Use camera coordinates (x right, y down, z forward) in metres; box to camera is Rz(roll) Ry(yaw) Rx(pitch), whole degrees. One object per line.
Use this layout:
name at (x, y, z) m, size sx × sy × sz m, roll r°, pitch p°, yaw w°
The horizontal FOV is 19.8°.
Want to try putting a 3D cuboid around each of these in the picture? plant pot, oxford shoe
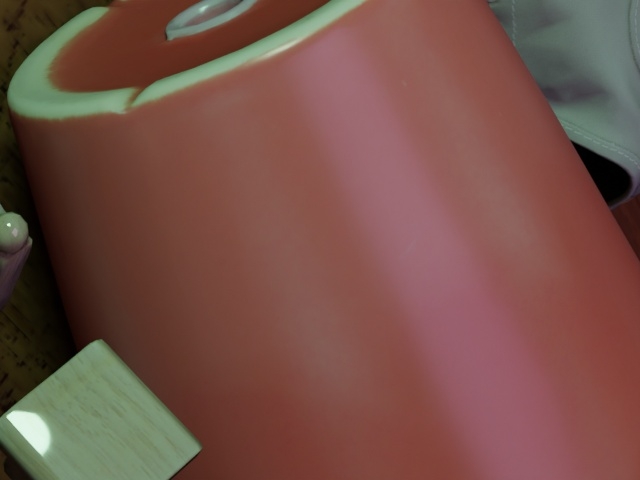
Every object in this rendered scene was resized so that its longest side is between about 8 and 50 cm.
plant pot at (0.000, 0.000, 0.811) m, size 0.275 × 0.275 × 0.243 m, roll -41°, pitch 118°, yaw -35°
oxford shoe at (0.088, -0.156, 0.939) m, size 0.130 × 0.169 × 0.449 m, roll -46°, pitch 135°, yaw -5°

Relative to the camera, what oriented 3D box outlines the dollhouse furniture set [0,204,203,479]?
dollhouse furniture set at (-0.234, -0.003, 0.434) m, size 0.355 × 0.174 × 0.303 m, roll 44°, pitch 57°, yaw 5°
